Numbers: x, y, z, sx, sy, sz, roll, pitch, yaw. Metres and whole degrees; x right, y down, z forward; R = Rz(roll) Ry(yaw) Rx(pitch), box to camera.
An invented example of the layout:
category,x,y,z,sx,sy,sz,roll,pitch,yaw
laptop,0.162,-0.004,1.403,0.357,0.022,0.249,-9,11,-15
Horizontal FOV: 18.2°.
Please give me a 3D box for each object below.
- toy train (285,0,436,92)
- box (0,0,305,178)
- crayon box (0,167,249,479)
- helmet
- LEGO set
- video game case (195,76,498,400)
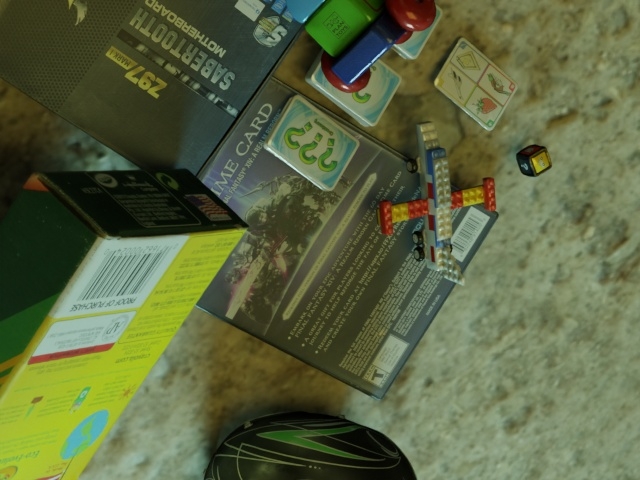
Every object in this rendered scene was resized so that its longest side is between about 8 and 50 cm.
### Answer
category,x,y,z,sx,sy,sz,roll,pitch,yaw
toy train,0.046,-0.234,1.566,0.143,0.248,0.105,45,131,-5
box,-0.143,-0.169,1.517,0.232,0.059,0.183,35,94,-33
crayon box,-0.211,0.091,1.496,0.318,0.081,0.202,-55,159,18
helmet,-0.014,0.224,1.692,0.161,0.169,0.169,1,111,-45
LEGO set,0.093,-0.087,1.650,0.244,0.060,0.182,36,80,-31
video game case,0.000,0.000,1.677,0.274,0.026,0.196,29,96,-31
